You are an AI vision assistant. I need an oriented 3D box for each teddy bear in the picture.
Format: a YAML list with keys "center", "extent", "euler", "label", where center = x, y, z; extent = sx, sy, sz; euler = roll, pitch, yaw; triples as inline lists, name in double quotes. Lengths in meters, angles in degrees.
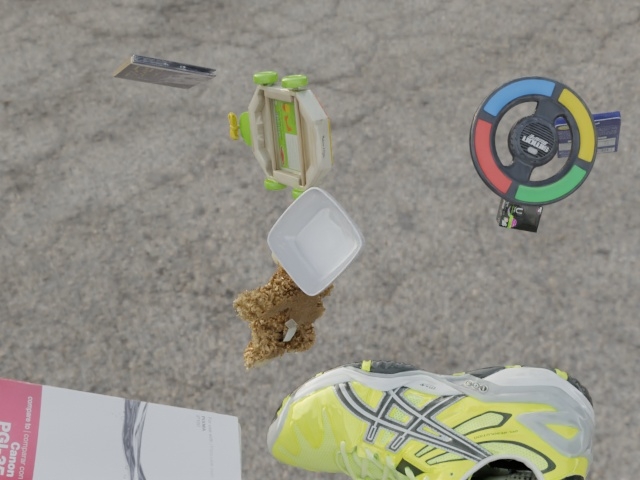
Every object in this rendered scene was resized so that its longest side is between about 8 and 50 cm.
- center: [-0.065, 0.108, 1.596]
  extent: [0.245, 0.338, 0.113]
  euler: [-26, 52, -24]
  label: "teddy bear"

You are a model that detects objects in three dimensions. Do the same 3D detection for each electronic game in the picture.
- center: [0.373, -0.173, 1.445]
  extent: [0.229, 0.229, 0.048]
  euler: [-8, 1, -5]
  label: "electronic game"

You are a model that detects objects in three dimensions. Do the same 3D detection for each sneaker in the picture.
- center: [0.112, 0.231, 0.942]
  extent: [0.385, 0.145, 0.147]
  euler: [-8, 40, 20]
  label: "sneaker"

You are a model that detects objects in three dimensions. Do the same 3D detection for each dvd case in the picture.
- center: [-0.321, -0.340, 1.688]
  extent: [0.165, 0.018, 0.221]
  euler: [6, 0, -24]
  label: "dvd case"

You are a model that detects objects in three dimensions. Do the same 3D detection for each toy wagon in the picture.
- center: [-0.096, -0.244, 1.859]
  extent: [0.068, 0.267, 0.344]
  euler: [-17, 23, -31]
  label: "toy wagon"

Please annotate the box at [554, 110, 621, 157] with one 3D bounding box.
- center: [0.585, -0.236, 1.816]
  extent: [0.136, 0.225, 0.036]
  euler: [-5, 77, 16]
  label: "box"

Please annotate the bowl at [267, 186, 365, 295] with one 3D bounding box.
- center: [0.000, 0.000, 1.327]
  extent: [0.142, 0.142, 0.053]
  euler: [51, 25, 18]
  label: "bowl"

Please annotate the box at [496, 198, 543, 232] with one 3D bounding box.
- center: [0.429, -0.058, 1.782]
  extent: [0.083, 0.062, 0.052]
  euler: [10, 20, 0]
  label: "box"

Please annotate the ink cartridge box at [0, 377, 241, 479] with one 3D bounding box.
- center: [-0.248, 0.257, 0.866]
  extent: [0.283, 0.207, 0.117]
  euler: [16, 45, -27]
  label: "ink cartridge box"
